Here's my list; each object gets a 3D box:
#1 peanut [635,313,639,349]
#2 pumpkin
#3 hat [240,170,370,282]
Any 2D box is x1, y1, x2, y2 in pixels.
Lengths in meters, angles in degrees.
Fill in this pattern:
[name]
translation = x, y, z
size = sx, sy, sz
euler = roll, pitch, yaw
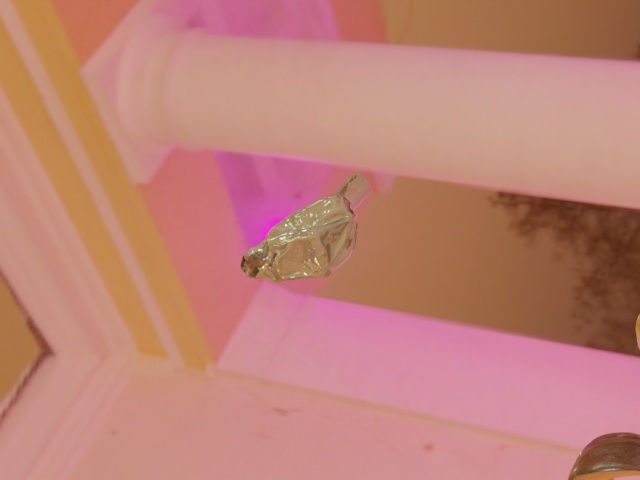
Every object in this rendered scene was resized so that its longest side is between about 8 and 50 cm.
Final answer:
[peanut]
translation = 0.511, 0.150, 1.575
size = 0.305, 0.147, 0.147
euler = -34, -51, -73
[pumpkin]
translation = 0.546, 0.421, 2.223
size = 0.149, 0.254, 0.130
euler = 20, -123, -22
[hat]
translation = -0.001, -0.006, 1.285
size = 0.122, 0.081, 0.166
euler = -42, -1, 42
